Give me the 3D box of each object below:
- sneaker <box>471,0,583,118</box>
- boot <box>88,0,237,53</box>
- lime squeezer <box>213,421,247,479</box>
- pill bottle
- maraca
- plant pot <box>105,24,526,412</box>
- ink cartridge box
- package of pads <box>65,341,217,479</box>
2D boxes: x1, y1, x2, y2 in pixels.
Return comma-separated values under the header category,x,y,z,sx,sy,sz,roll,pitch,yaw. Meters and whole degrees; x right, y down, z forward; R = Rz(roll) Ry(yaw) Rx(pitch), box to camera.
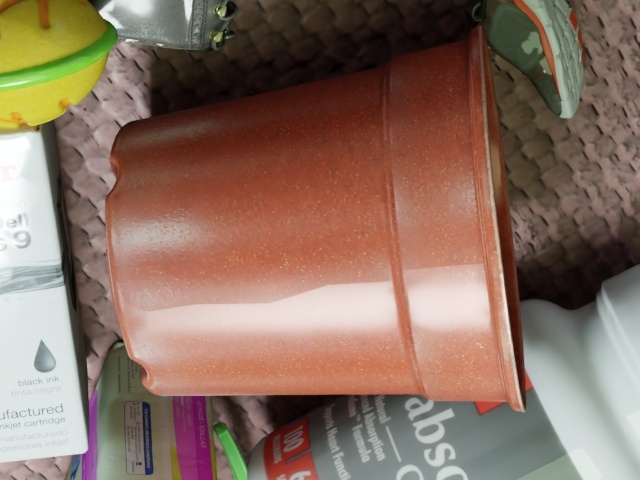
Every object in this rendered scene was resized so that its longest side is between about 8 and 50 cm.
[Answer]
category,x,y,z,sx,sy,sz,roll,pitch,yaw
sneaker,0.147,-0.156,1.246,0.065,0.061,0.158,-7,127,29
boot,-0.065,-0.231,1.150,0.263,0.091,0.229,4,128,-6
lime squeezer,-0.087,0.275,1.480,0.110,0.059,0.310,10,121,-19
pill bottle,0.142,0.174,1.359,0.363,0.210,0.210,-30,122,11
maraca,-0.222,-0.126,1.125,0.186,0.127,0.099,3,115,27
plant pot,0.000,0.000,1.203,0.265,0.272,0.272,-7,124,8
ink cartridge box,-0.291,0.022,1.249,0.211,0.121,0.289,-6,123,-5
package of pads,-0.162,0.267,1.365,0.101,0.229,0.296,12,121,-15
